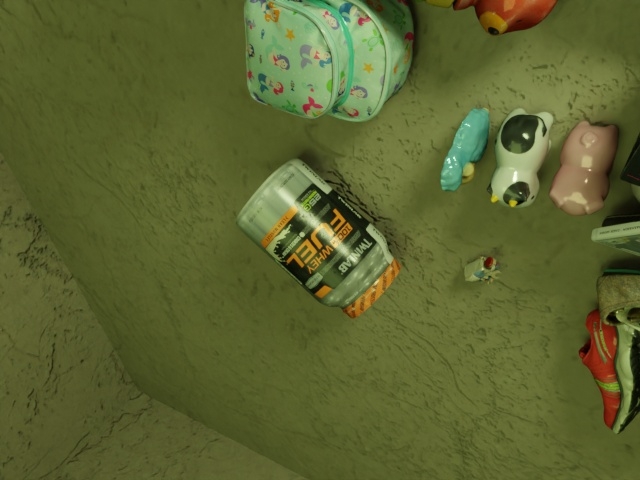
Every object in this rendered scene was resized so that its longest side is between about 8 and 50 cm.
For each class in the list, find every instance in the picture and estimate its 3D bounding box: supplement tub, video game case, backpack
[{"bbox_3d":[0.000,0.000,1.184,0.316,0.193,0.193,42,142,-1],"label":"supplement tub"},{"bbox_3d":[0.493,0.008,0.754,0.191,0.022,0.173,16,170,-14],"label":"video game case"},{"bbox_3d":[0.010,-0.302,0.902,0.254,0.191,0.225,22,137,16],"label":"backpack"}]

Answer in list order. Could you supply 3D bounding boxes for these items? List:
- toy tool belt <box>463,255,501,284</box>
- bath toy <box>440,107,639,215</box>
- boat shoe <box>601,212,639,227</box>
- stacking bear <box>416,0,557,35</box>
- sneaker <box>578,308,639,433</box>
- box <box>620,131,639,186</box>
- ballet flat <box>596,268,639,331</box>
[{"bbox_3d":[0.314,0.056,1.092,0.051,0.052,0.083,19,152,-22],"label":"toy tool belt"},{"bbox_3d":[0.358,-0.097,0.834,0.348,0.129,0.151,14,134,30],"label":"bath toy"},{"bbox_3d":[0.519,-0.023,0.819,0.228,0.068,0.081,5,167,42],"label":"boat shoe"},{"bbox_3d":[0.167,-0.361,0.726,0.289,0.164,0.175,28,175,-1],"label":"stacking bear"},{"bbox_3d":[0.531,0.231,1.049,0.118,0.107,0.278,26,140,49],"label":"sneaker"},{"bbox_3d":[0.499,-0.114,0.639,0.247,0.163,0.142,25,173,19],"label":"box"},{"bbox_3d":[0.532,0.095,0.821,0.108,0.106,0.316,19,169,-17],"label":"ballet flat"}]
